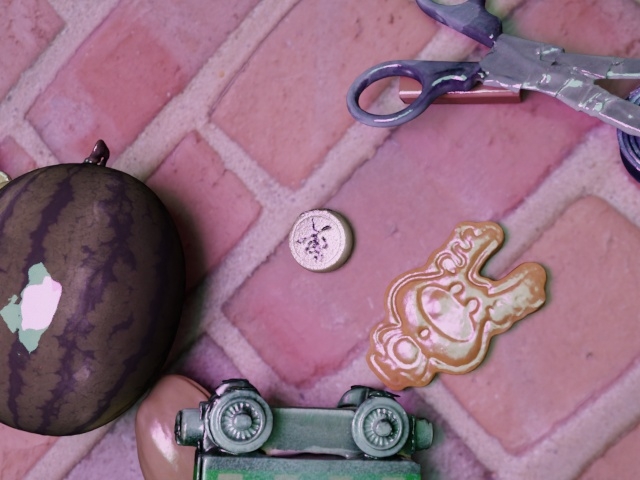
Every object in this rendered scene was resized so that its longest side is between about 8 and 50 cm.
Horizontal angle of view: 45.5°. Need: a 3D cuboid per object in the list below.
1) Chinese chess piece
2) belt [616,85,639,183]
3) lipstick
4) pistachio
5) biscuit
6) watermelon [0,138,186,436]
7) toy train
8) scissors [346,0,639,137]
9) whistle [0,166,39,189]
[{"bbox_3d":[0.000,0.000,0.977,0.084,0.034,0.084,-1,87,19],"label":"Chinese chess piece"},{"bbox_3d":[0.414,-0.114,0.820,0.190,0.082,0.142,2,79,24],"label":"belt"},{"bbox_3d":[0.171,-0.191,0.929,0.145,0.045,0.045,3,88,20],"label":"lipstick"},{"bbox_3d":[-0.157,0.277,0.960,0.135,0.136,0.226,-28,84,14],"label":"pistachio"},{"bbox_3d":[0.153,0.086,0.922,0.236,0.040,0.144,-44,69,8],"label":"biscuit"},{"bbox_3d":[-0.306,0.058,0.948,0.278,0.279,0.360,2,73,19],"label":"watermelon"},{"bbox_3d":[-0.019,0.264,0.876,0.300,0.120,0.203,4,81,-11],"label":"toy train"},{"bbox_3d":[0.236,-0.201,0.862,0.383,0.029,0.256,20,74,27],"label":"scissors"},{"bbox_3d":[-0.449,0.032,1.083,0.131,0.106,0.289,20,89,1],"label":"whistle"}]
